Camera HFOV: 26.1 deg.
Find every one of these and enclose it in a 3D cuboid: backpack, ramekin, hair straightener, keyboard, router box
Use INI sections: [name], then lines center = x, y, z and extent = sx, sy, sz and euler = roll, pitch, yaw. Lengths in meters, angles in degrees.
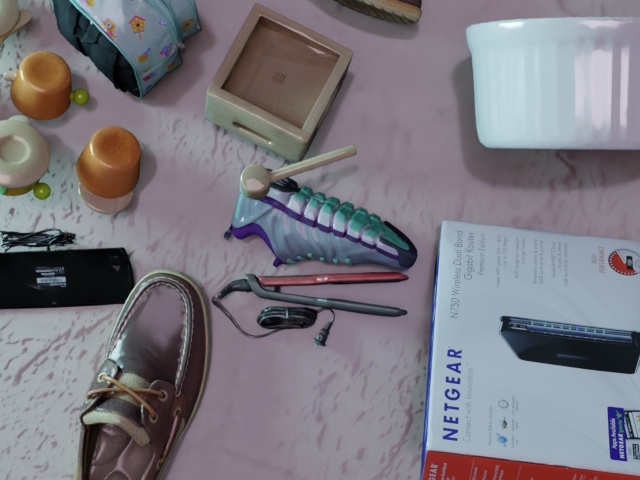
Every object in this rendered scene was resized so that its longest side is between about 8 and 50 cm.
[backpack]
center = -0.225, -0.263, 1.562
extent = 0.144, 0.188, 0.166
euler = -42, 85, -1
[ramekin]
center = 0.297, -0.165, 1.502
extent = 0.277, 0.277, 0.135
euler = 0, 94, 2
[hair straightener]
center = -0.012, 0.081, 1.605
extent = 0.230, 0.047, 0.089
euler = 0, 86, 2
[keyboard]
center = -0.317, 0.029, 1.634
extent = 0.192, 0.038, 0.100
euler = -2, 110, 1
[router box]
center = 0.265, 0.136, 1.475
extent = 0.301, 0.082, 0.335
euler = 6, 44, 2

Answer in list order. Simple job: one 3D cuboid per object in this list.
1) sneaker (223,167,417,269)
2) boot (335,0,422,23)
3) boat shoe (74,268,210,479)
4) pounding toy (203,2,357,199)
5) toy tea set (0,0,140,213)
[sneaker]
center = 0.000, 0.000, 1.607
extent = 0.223, 0.083, 0.098
euler = 25, 108, 9
[boot]
center = 0.043, -0.386, 1.608
extent = 0.248, 0.090, 0.207
euler = 28, 90, 7
[boat shoe]
center = -0.212, 0.200, 1.567
extent = 0.123, 0.123, 0.342
euler = 19, 88, 3
[pounding toy]
center = -0.043, -0.132, 1.580
extent = 0.181, 0.094, 0.206
euler = 26, 73, 1
[toy tea set]
center = -0.365, -0.140, 1.618
extent = 0.336, 0.124, 0.200
euler = 46, 60, 7
